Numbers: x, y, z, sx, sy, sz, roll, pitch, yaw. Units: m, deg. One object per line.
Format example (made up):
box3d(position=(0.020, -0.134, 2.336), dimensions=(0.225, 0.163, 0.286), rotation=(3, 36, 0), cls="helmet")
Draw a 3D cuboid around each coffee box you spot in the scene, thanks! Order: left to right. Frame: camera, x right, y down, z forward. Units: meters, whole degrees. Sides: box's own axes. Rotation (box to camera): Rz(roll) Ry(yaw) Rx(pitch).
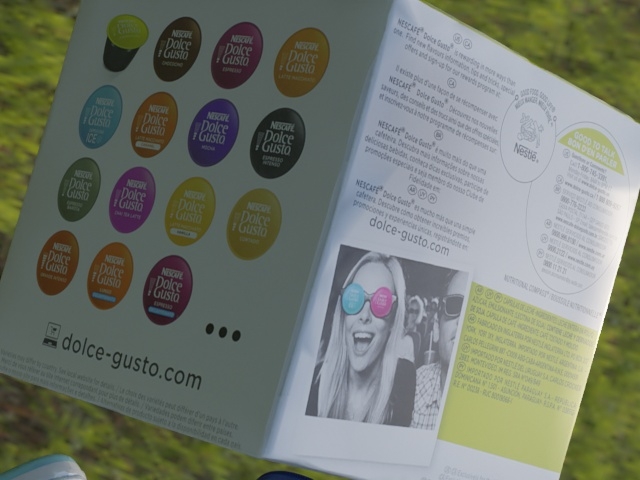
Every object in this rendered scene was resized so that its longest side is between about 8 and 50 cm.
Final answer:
box3d(position=(0.000, 0.000, 1.414), dimensions=(0.338, 0.337, 0.334), rotation=(20, 84, -46), cls="coffee box")

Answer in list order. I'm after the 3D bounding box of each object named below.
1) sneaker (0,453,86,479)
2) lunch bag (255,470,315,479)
box3d(position=(-0.319, 0.353, 1.712), dimensions=(0.319, 0.208, 0.127), rotation=(-29, 153, -22), cls="sneaker")
box3d(position=(0.009, 0.323, 1.336), dimensions=(0.115, 0.303, 0.243), rotation=(-43, 165, -53), cls="lunch bag")
